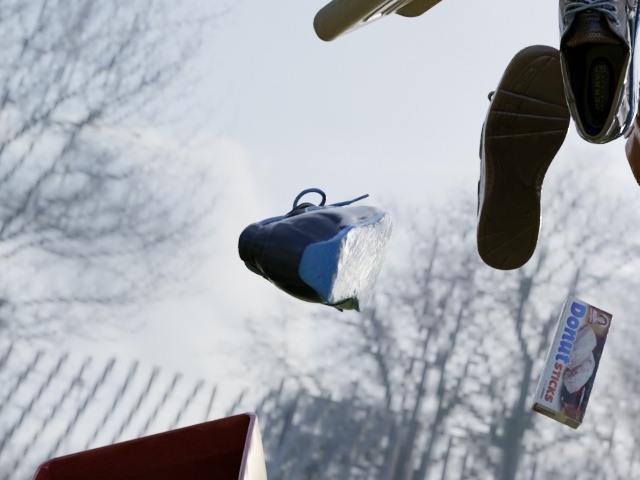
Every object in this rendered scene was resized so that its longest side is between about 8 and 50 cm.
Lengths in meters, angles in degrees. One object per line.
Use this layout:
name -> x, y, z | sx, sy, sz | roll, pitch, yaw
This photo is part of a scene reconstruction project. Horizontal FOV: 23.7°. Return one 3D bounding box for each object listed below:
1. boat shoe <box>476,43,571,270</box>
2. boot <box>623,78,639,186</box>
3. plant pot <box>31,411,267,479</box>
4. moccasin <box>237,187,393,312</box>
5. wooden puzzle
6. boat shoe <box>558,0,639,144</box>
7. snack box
boat shoe -> 0.240, -0.109, 1.897 | 0.104, 0.285, 0.089 | 10, 16, -7
boot -> 0.430, -0.214, 1.792 | 0.109, 0.283, 0.220 | 8, -32, -6
plant pot -> -0.174, 0.374, 1.673 | 0.267, 0.267, 0.235 | -15, -72, 7
moccasin -> 0.000, 0.000, 1.633 | 0.117, 0.137, 0.342 | 17, -3, 12
wooden puzzle -> 0.163, -0.394, 2.030 | 0.322, 0.080, 0.348 | -33, -3, 26
boat shoe -> 0.212, -0.163, 1.151 | 0.066, 0.183, 0.066 | -5, 12, 19
snack box -> 0.320, 0.153, 1.929 | 0.064, 0.178, 0.022 | 24, -37, 1
